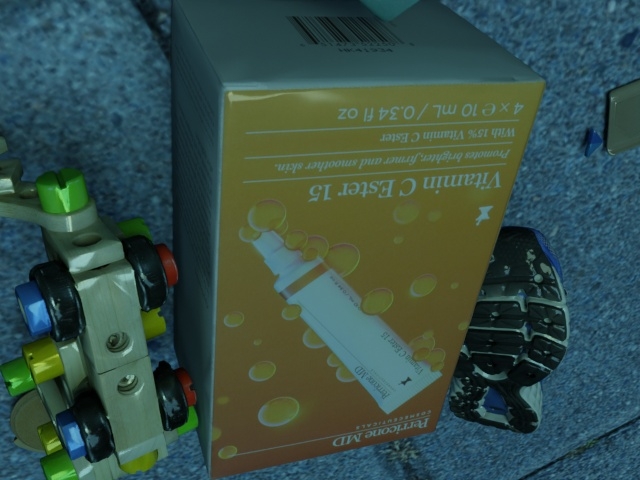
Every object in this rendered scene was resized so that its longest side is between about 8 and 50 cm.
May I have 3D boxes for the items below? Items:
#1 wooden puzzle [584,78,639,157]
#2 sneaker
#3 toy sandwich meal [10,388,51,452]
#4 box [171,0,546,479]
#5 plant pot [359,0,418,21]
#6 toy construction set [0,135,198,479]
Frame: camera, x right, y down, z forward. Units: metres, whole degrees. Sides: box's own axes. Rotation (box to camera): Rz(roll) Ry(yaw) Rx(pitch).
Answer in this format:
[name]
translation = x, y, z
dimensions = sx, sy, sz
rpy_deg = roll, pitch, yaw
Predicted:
[wooden puzzle]
translation = 0.319, -0.128, 0.708
dimensions = 0.116, 0.014, 0.078
rpy_deg = -16, 126, -11
[sneaker]
translation = 0.186, 0.076, 0.724
dimensions = 0.130, 0.147, 0.330
rpy_deg = 9, 149, 15
[toy sandwich meal]
translation = -0.258, 0.170, 0.680
dimensions = 0.086, 0.029, 0.085
rpy_deg = -7, 117, -15
[box]
translation = 0.000, 0.000, 0.566
dimensions = 0.215, 0.168, 0.345
rpy_deg = -7, 128, -19
[plant pot]
translation = 0.012, -0.256, 0.388
dimensions = 0.165, 0.165, 0.234
rpy_deg = -35, 139, 5
[toy construction set]
translation = -0.188, 0.052, 0.516
dimensions = 0.151, 0.215, 0.327
rpy_deg = -32, 128, -19
